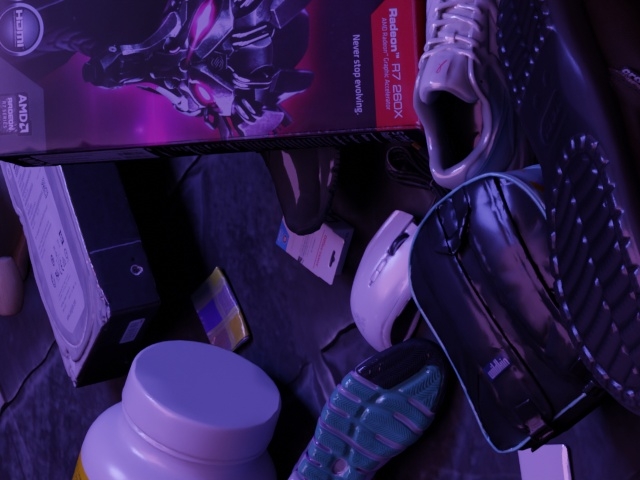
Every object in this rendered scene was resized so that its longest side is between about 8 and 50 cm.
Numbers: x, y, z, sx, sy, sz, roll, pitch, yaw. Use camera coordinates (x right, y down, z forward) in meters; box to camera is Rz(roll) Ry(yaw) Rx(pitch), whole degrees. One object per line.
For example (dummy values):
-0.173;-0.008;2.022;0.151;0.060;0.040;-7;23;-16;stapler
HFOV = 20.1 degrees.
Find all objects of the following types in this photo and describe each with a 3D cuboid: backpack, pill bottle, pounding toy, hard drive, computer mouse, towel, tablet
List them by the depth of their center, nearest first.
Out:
0.162;0.038;1.343;0.188;0.144;0.166;54;132;12;backpack
0.182;0.205;1.447;0.054;0.006;0.083;-9;87;50;tablet
0.067;0.015;1.532;0.106;0.042;0.193;41;123;38;computer mouse
-0.150;0.270;1.701;0.188;0.188;0.334;41;124;39;pill bottle
-0.098;0.073;1.755;0.060;0.009;0.083;-42;63;44;towel
-0.258;-0.044;1.832;0.237;0.064;0.339;127;127;-63;hard drive
-0.413;-0.022;2.000;0.269;0.154;0.154;20;114;47;pounding toy

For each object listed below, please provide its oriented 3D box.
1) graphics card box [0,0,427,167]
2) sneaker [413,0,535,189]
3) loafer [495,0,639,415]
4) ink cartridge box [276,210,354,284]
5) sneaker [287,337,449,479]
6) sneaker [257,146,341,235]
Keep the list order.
-0.092;-0.187;1.491;0.370;0.094;0.233;-3;87;12;graphics card box
0.116;-0.146;1.392;0.090;0.115;0.232;-3;96;28;sneaker
0.223;-0.054;1.228;0.134;0.130;0.366;112;152;-58;loafer
0.000;0.000;1.619;0.083;0.028;0.048;38;121;41;ink cartridge box
0.030;0.162;1.571;0.083;0.098;0.224;37;106;-6;sneaker
-0.057;-0.138;1.578;0.109;0.130;0.286;112;147;-73;sneaker
